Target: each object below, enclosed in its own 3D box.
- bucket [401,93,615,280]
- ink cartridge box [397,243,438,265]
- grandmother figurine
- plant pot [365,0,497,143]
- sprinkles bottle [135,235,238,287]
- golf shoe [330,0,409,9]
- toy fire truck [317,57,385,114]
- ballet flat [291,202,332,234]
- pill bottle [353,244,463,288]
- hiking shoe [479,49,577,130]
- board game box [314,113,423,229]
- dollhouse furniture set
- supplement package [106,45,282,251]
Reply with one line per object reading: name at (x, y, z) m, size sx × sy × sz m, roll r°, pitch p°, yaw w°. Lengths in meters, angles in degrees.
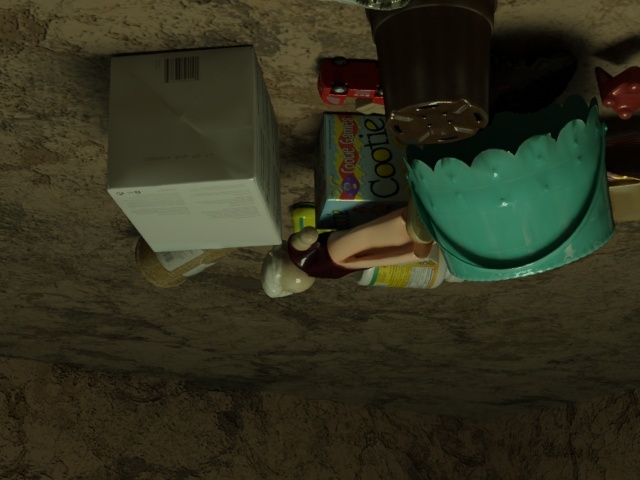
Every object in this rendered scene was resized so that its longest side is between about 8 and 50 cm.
bucket at (0.265, -0.072, 1.625) m, size 0.281 × 0.183 × 0.281 m, roll -18°, pitch -166°, yaw 4°
ink cartridge box at (0.135, -0.026, 2.094) m, size 0.067 × 0.115 × 0.198 m, roll -14°, pitch 157°, yaw 30°
grandmother figurine at (0.036, 0.018, 1.807) m, size 0.342 × 0.104 × 0.207 m, roll -20°, pitch 146°, yaw 40°
plant pot at (0.140, -0.217, 1.459) m, size 0.166 × 0.165 × 0.167 m, roll -1°, pitch 162°, yaw 0°
sprinkles bottle at (-0.207, -0.015, 2.101) m, size 0.121 × 0.121 × 0.355 m, roll 10°, pitch 159°, yaw -31°
golf shoe at (0.018, -0.306, 1.377) m, size 0.176 × 0.069 × 0.086 m, roll 9°, pitch 179°, yaw -20°
toy fire truck at (0.087, -0.205, 1.673) m, size 0.192 × 0.047 × 0.135 m, roll 2°, pitch 162°, yaw -6°
ballet flat at (0.000, 0.000, 2.222) m, size 0.077 × 0.077 × 0.231 m, roll -8°, pitch 160°, yaw 17°
pill bottle at (0.174, 0.032, 2.265) m, size 0.208 × 0.118 × 0.117 m, roll 4°, pitch 161°, yaw -13°
hiking shoe at (0.238, -0.224, 1.579) m, size 0.226 × 0.114 × 0.086 m, roll -21°, pitch 150°, yaw -24°
board game box at (0.135, -0.102, 1.831) m, size 0.275 × 0.142 × 0.144 m, roll 1°, pitch 162°, yaw -7°
dollhouse furniture set at (0.480, -0.175, 1.697) m, size 0.201 × 0.152 × 0.374 m, roll -5°, pitch 144°, yaw 14°
supplement package at (-0.169, -0.120, 1.671) m, size 0.199 × 0.198 × 0.263 m, roll -4°, pitch 161°, yaw 5°
